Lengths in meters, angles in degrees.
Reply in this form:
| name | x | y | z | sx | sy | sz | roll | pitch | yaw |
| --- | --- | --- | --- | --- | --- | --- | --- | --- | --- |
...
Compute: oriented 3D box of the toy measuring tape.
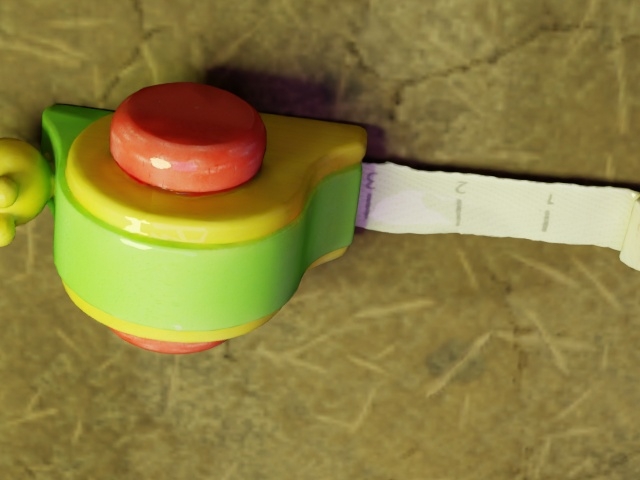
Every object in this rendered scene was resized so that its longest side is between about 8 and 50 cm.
| name | x | y | z | sx | sy | sz | roll | pitch | yaw |
| --- | --- | --- | --- | --- | --- | --- | --- | --- | --- |
| toy measuring tape | 0.000 | 0.000 | 0.873 | 0.330 | 0.121 | 0.121 | 7 | 123 | -2 |
